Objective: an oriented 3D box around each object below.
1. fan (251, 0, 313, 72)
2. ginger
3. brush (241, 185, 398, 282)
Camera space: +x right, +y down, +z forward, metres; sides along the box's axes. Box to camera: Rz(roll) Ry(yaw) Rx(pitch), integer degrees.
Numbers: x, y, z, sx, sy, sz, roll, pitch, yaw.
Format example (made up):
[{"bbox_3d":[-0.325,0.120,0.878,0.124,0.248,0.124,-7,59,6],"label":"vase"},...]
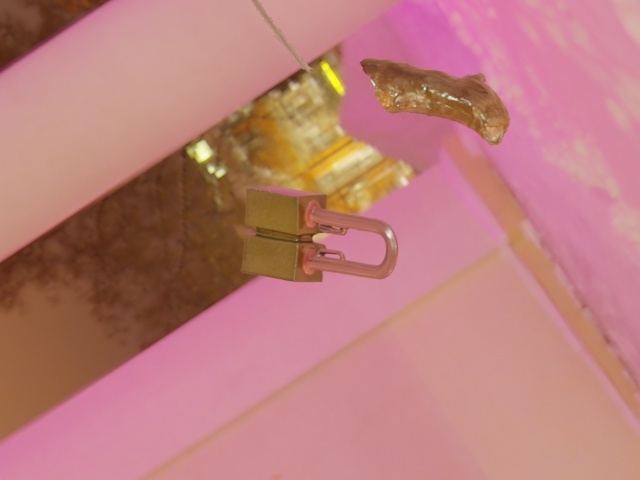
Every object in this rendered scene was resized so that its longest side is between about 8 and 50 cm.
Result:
[{"bbox_3d":[-0.087,-0.251,1.050,0.190,0.009,0.329,6,-139,-45],"label":"fan"},{"bbox_3d":[0.096,-0.120,1.022,0.057,0.137,0.044,-37,-40,-56],"label":"ginger"},{"bbox_3d":[0.000,0.000,1.338,0.233,0.047,0.103,10,98,50],"label":"brush"}]
